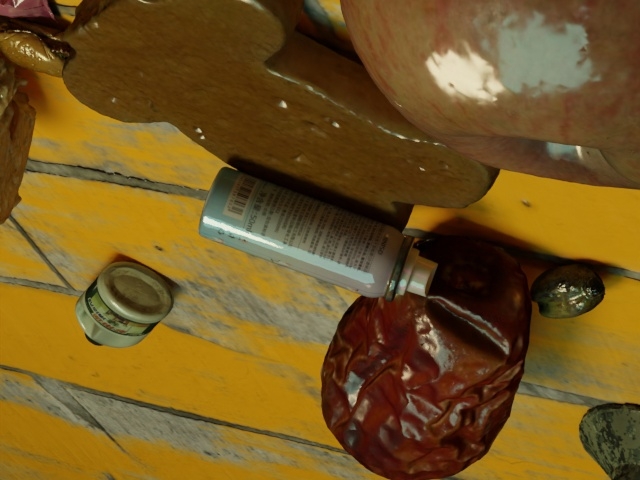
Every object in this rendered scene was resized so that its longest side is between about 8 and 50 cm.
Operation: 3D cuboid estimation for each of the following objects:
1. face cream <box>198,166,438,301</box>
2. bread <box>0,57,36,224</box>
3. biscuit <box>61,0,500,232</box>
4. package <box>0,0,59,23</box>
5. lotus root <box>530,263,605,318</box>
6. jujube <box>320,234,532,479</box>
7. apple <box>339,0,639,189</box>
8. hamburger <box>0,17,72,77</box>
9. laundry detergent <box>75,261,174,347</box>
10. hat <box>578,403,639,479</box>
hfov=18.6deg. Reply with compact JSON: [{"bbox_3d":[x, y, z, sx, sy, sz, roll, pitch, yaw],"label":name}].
[{"bbox_3d":[0.000,0.000,1.888,0.229,0.075,0.075,21,156,5],"label":"face cream"},{"bbox_3d":[-0.414,-0.099,2.024,0.224,0.211,0.183,9,-176,17],"label":"bread"},{"bbox_3d":[-0.034,-0.137,1.801,0.394,0.076,0.368,29,156,-17],"label":"biscuit"},{"bbox_3d":[-0.298,-0.233,1.900,0.083,0.029,0.059,11,158,9],"label":"package"},{"bbox_3d":[0.249,0.050,1.937,0.054,0.049,0.099,57,148,-10],"label":"lotus root"},{"bbox_3d":[0.117,0.124,2.047,0.216,0.216,0.342,25,145,0],"label":"jujube"},{"bbox_3d":[0.175,-0.161,1.225,0.345,0.269,0.345,7,-167,-2],"label":"apple"},{"bbox_3d":[-0.280,-0.191,1.942,0.083,0.044,0.076,22,168,17],"label":"hamburger"},{"bbox_3d":[-0.260,0.091,2.488,0.099,0.070,0.226,21,159,-13],"label":"laundry detergent"},{"bbox_3d":[0.393,0.305,2.242,0.265,0.128,0.265,22,160,8],"label":"hat"}]
